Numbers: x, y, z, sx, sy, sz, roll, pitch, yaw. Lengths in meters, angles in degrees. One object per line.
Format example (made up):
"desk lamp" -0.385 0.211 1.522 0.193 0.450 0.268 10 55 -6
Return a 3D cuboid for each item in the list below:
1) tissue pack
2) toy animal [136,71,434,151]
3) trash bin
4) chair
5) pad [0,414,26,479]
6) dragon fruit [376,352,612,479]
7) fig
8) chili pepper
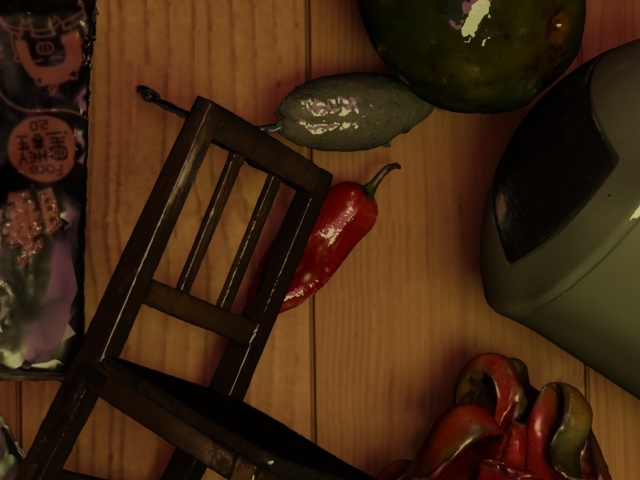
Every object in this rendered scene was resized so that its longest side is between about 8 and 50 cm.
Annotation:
"tissue pack" -0.302 -0.048 1.239 0.245 0.123 0.333 3 79 -16
"toy animal" -0.025 -0.107 1.327 0.252 0.079 0.070 -3 87 -11
"trash bin" 0.340 0.029 1.297 0.432 0.280 0.280 36 81 -11
"chair" -0.052 0.140 1.182 0.203 0.240 0.416 27 89 -51
"pad" -0.308 0.224 1.284 0.174 0.022 0.233 -30 92 -11
"dragon fruit" 0.132 0.254 1.263 0.243 0.227 0.307 -16 87 -29
"fig" 0.109 -0.213 1.311 0.195 0.245 0.195 -19 128 -26
"chili pepper" -0.001 -0.001 1.341 0.059 0.050 0.191 43 87 -9
